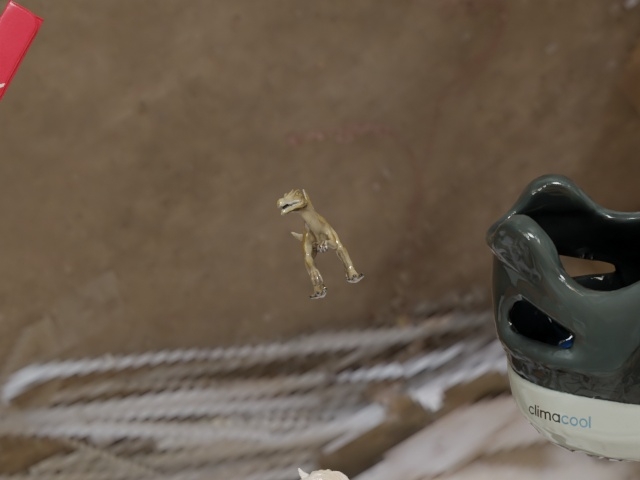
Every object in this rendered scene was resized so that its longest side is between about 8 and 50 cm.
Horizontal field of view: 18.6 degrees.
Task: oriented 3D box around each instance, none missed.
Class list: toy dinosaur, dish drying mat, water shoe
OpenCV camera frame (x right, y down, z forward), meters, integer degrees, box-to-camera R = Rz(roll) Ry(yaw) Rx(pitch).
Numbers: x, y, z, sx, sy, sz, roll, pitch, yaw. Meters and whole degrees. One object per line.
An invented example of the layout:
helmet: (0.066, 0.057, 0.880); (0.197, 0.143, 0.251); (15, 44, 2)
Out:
toy dinosaur: (0.000, 0.000, 1.745); (0.053, 0.093, 0.183); (-19, 167, 0)
dish drying mat: (-0.249, -0.144, 1.530); (0.032, 0.008, 0.083); (29, 85, -21)
water shoe: (0.137, 0.012, 0.506); (0.203, 0.080, 0.073); (-8, -156, 25)

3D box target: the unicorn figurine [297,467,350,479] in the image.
unicorn figurine: (0.030, 0.214, 1.305); (0.060, 0.162, 0.111); (-66, 174, -62)
